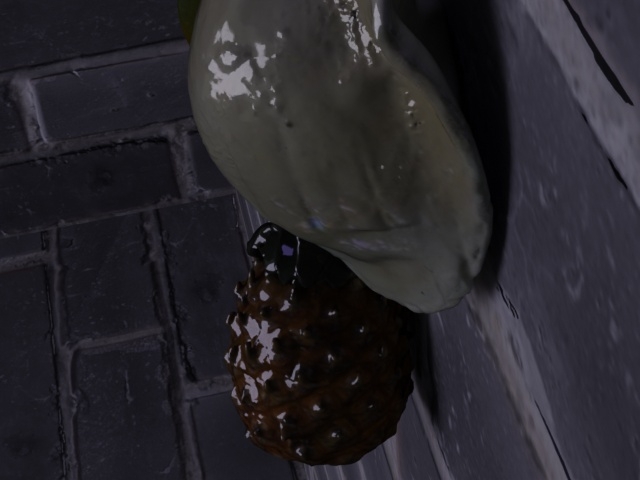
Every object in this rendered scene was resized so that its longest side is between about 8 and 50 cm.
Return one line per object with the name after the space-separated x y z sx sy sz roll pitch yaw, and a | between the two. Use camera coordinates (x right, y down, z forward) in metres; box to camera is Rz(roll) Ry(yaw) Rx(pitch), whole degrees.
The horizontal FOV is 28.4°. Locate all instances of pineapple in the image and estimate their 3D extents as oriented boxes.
0.000 0.000 0.899 0.170 0.141 0.310 -59 -28 -61 | pineapple

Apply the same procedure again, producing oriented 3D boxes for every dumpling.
0.018 -0.067 0.638 0.179 0.131 0.252 5 118 59 | dumpling

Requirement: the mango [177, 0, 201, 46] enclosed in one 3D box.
-0.045 -0.192 1.053 0.251 0.114 0.156 -144 55 -60 | mango
